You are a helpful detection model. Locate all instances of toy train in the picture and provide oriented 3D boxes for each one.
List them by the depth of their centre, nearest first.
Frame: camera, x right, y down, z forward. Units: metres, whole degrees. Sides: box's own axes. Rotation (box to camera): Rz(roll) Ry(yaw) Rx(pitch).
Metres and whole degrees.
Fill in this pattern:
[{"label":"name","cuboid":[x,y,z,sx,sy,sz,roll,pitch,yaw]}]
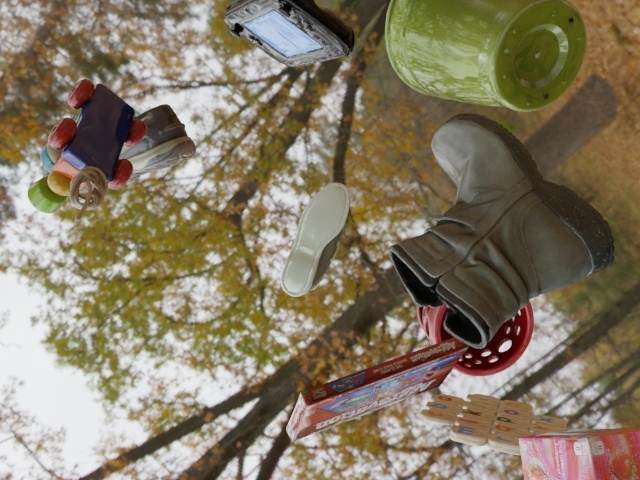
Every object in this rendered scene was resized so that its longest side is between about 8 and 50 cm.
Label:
[{"label":"toy train","cuboid":[-0.318,-0.079,0.910,0.105,0.143,0.248,38,-146,-30]}]

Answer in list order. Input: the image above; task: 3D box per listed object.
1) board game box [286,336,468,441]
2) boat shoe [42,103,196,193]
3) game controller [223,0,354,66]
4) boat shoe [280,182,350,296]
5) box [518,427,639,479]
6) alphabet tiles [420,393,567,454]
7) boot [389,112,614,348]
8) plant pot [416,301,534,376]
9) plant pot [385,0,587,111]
[{"label":"board game box","cuboid":[0.088,0.231,1.130,0.281,0.145,0.027,-15,-120,-22]},{"label":"boat shoe","cuboid":[-0.415,-0.181,1.459,0.132,0.355,0.130,-25,-81,-70]},{"label":"game controller","cuboid":[-0.059,-0.358,1.226,0.166,0.067,0.319,41,172,-23]},{"label":"boat shoe","cuboid":[-0.004,-0.002,1.821,0.109,0.305,0.091,27,-173,19]},{"label":"box","cuboid":[0.422,0.443,1.095,0.142,0.154,0.299,1,-105,-28]},{"label":"alphabet tiles","cuboid":[0.350,0.364,1.457,0.278,0.021,0.284,8,-173,18]},{"label":"boot","cuboid":[0.129,-0.022,0.665,0.246,0.161,0.083,53,165,46]},{"label":"plant pot","cuboid":[0.282,0.138,1.371,0.191,0.191,0.174,41,-176,-15]},{"label":"plant pot","cuboid":[0.385,-0.450,1.614,0.366,0.366,0.353,34,-170,-34]}]
